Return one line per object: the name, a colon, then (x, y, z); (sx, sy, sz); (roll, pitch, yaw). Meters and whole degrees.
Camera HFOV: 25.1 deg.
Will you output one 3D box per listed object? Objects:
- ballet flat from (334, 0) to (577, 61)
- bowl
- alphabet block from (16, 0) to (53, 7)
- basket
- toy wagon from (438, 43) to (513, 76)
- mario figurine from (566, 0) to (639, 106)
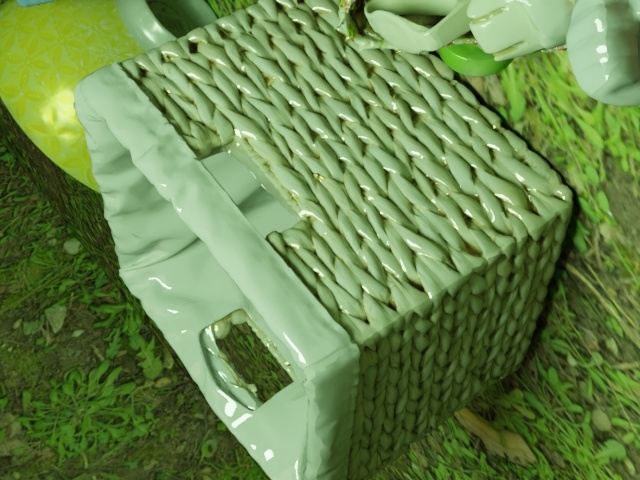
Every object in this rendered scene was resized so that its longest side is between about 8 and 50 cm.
ballet flat: (0.098, -0.138, 0.848); (0.241, 0.077, 0.091); (7, 137, 53)
bowl: (-0.193, -0.194, 1.532); (0.156, 0.289, 0.289); (-40, 80, 29)
alphabet block: (-0.219, -0.346, 1.329); (0.193, 0.197, 0.192); (17, 135, 64)
basket: (0.000, 0.000, 1.215); (0.328, 0.266, 0.331); (50, 162, 24)
toy wagon: (0.052, -0.275, 0.939); (0.344, 0.068, 0.267); (49, 160, 27)
mario figurine: (0.237, -0.059, 0.620); (0.320, 0.198, 0.170); (62, 175, -26)
